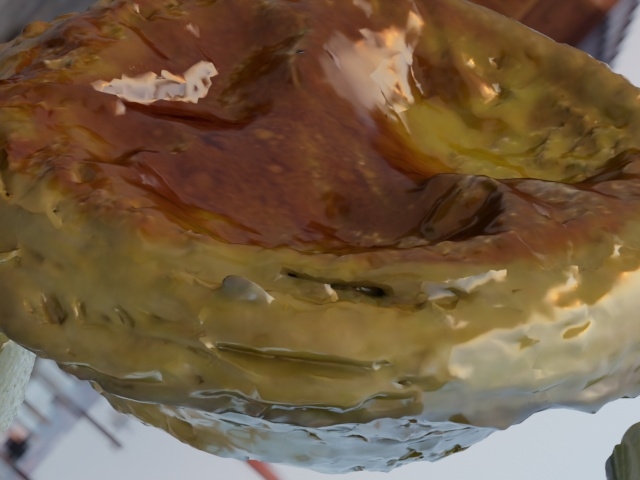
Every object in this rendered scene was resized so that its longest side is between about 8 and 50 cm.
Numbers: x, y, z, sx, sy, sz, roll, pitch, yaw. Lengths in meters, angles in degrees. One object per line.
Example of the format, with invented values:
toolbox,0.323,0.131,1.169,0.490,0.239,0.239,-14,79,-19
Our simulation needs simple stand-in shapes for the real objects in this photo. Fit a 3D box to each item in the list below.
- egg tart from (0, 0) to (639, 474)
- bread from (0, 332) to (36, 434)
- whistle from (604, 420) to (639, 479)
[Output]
egg tart,0.000,0.000,1.038,0.443,0.443,0.178,-51,152,-56
bread,-0.306,0.092,1.345,0.257,0.186,0.124,-19,174,19
whistle,0.231,0.223,1.282,0.067,0.258,0.126,-6,156,0
